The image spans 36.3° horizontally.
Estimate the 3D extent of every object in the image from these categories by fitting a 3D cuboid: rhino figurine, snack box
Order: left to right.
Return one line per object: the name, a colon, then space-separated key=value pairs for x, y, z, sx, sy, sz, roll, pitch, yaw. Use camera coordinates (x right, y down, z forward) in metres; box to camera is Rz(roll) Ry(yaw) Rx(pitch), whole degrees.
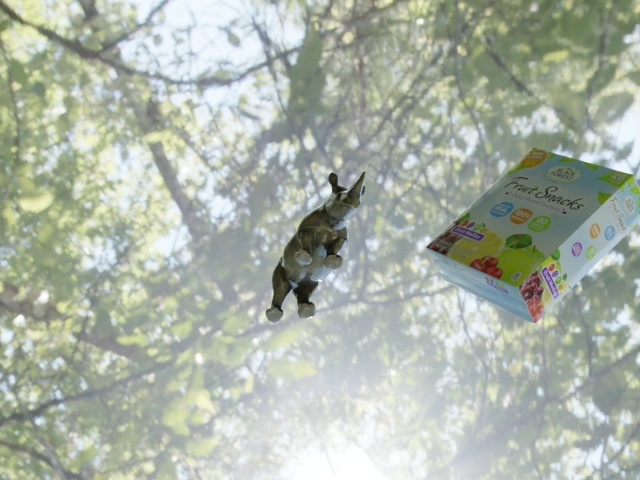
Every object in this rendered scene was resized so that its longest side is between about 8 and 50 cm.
rhino figurine: x=0.000 y=0.000 z=1.304 sx=0.073 sy=0.243 sz=0.106 roll=24 pitch=-148 yaw=-11
snack box: x=0.262 y=-0.013 z=1.195 sx=0.207 sy=0.070 sz=0.174 roll=-41 pitch=-147 yaw=-16
